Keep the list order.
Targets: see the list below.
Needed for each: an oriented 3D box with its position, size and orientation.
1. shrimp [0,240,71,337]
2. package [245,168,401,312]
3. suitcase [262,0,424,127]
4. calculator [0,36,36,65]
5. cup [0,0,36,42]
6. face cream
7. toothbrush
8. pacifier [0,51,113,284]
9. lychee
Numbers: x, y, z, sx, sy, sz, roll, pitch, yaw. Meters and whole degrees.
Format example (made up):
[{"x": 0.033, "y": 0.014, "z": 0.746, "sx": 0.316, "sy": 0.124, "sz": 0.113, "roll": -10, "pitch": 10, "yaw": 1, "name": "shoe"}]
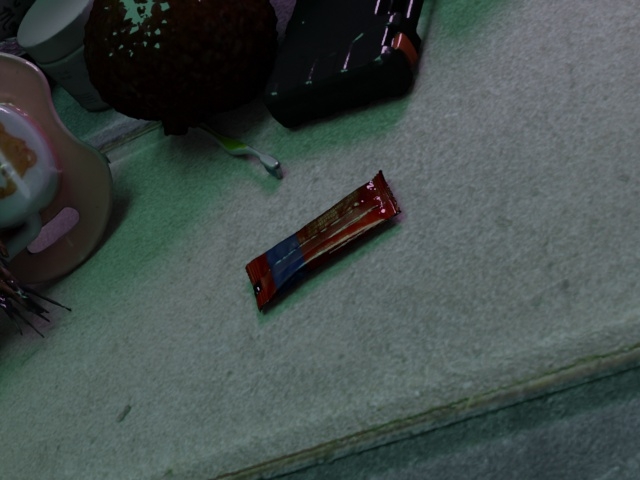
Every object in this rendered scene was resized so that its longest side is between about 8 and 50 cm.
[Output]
[{"x": -0.467, "y": 0.003, "z": 1.743, "sx": 0.145, "sy": 0.343, "sz": 0.116, "roll": -50, "pitch": 6, "yaw": 24, "name": "shrimp"}, {"x": 0.000, "y": 0.000, "z": 1.555, "sx": 0.200, "sy": 0.022, "sz": 0.083, "roll": -35, "pitch": 36, "yaw": 13, "name": "package"}, {"x": 0.044, "y": -0.281, "z": 1.759, "sx": 0.206, "sy": 0.066, "sz": 0.286, "roll": -13, "pitch": 46, "yaw": 34, "name": "suitcase"}, {"x": -0.544, "y": -0.277, "z": 2.227, "sx": 0.194, "sy": 0.043, "sz": 0.294, "roll": 5, "pitch": 31, "yaw": 46, "name": "calculator"}, {"x": -0.605, "y": -0.399, "z": 2.353, "sx": 0.186, "sy": 0.258, "sz": 0.234, "roll": 28, "pitch": 77, "yaw": 7, "name": "cup"}, {"x": -0.345, "y": -0.307, "z": 2.083, "sx": 0.177, "sy": 0.153, "sz": 0.177, "roll": -26, "pitch": 37, "yaw": 22, "name": "face cream"}, {"x": -0.117, "y": -0.128, "z": 1.792, "sx": 0.022, "sy": 0.026, "sz": 0.263, "roll": -35, "pitch": 34, "yaw": -16, "name": "toothbrush"}, {"x": -0.423, "y": -0.098, "z": 1.880, "sx": 0.220, "sy": 0.332, "sz": 0.273, "roll": -41, "pitch": -5, "yaw": 41, "name": "pacifier"}, {"x": -0.187, "y": -0.268, "z": 1.811, "sx": 0.260, "sy": 0.260, "sz": 0.261, "roll": -25, "pitch": 40, "yaw": 23, "name": "lychee"}]
